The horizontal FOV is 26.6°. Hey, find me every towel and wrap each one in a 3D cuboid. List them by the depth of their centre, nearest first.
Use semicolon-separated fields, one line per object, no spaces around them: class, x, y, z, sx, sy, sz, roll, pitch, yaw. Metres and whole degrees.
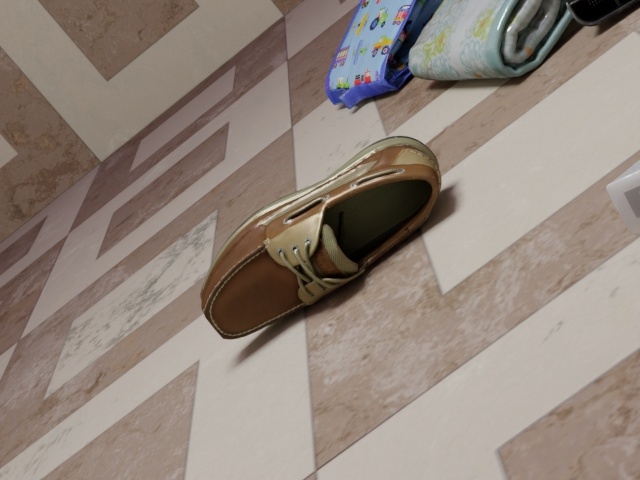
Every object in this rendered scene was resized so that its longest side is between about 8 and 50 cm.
towel;0.294;-0.378;1.882;0.374;0.090;0.320;-54;14;-6

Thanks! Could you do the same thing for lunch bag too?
lunch bag;0.119;-0.342;2.243;0.293;0.138;0.221;-54;21;-15

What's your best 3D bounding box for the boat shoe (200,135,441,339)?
boat shoe;0.000;0.000;1.547;0.324;0.122;0.120;-39;18;7

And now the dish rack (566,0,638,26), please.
dish rack;0.344;-0.426;1.657;0.208;0.271;0.074;-31;5;17

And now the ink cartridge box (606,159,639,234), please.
ink cartridge box;0.360;-0.090;1.124;0.181;0.056;0.224;-27;1;39
